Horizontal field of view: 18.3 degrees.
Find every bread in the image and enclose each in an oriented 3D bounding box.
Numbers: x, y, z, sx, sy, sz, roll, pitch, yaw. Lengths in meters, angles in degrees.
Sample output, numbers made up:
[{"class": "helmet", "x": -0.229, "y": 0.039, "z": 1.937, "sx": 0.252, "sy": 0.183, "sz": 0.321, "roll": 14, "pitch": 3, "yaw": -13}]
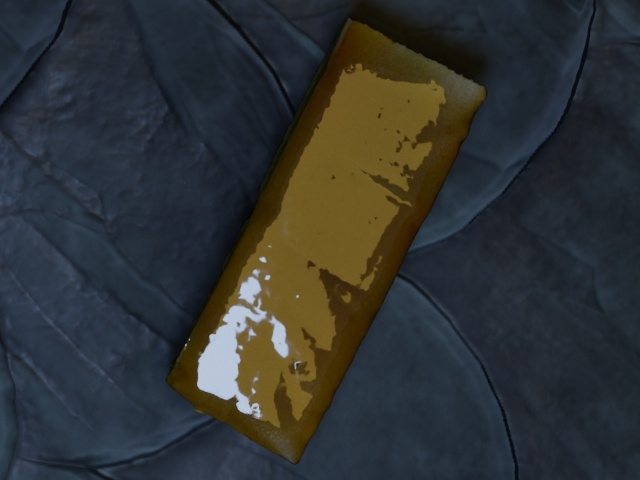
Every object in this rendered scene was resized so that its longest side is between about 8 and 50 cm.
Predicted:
[{"class": "bread", "x": 0.000, "y": 0.000, "z": 1.708, "sx": 0.138, "sy": 0.077, "sz": 0.361, "roll": 27, "pitch": 92, "yaw": -8}]
